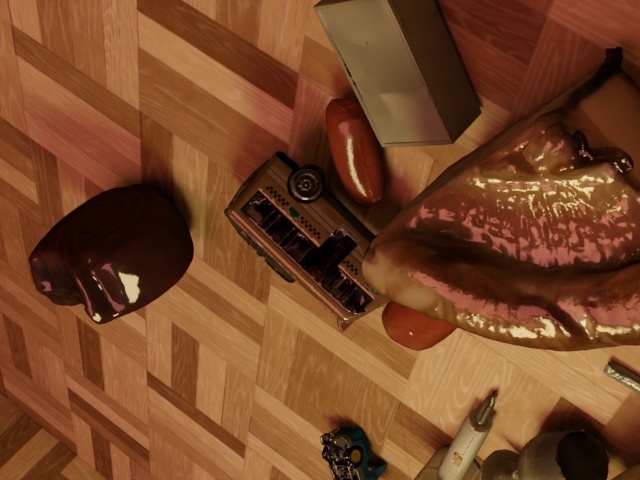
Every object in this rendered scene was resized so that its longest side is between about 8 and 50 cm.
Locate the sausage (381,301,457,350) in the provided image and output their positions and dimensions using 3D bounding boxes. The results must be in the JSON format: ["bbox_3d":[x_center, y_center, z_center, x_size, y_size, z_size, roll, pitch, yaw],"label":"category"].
[{"bbox_3d":[0.182,0.100,1.727,0.113,0.113,0.259,44,147,1],"label":"sausage"}]

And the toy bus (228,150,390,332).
[{"bbox_3d":[0.000,0.000,1.697,0.289,0.157,0.139,43,-173,-4],"label":"toy bus"}]

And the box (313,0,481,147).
[{"bbox_3d":[0.106,-0.240,1.437,0.129,0.086,0.225,3,130,46],"label":"box"}]

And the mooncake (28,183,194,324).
[{"bbox_3d":[-0.419,0.022,2.133,0.326,0.333,0.174,-109,-6,-63],"label":"mooncake"}]

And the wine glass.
[{"bbox_3d":[0.376,0.391,1.834,0.126,0.126,0.241,46,148,-3],"label":"wine glass"}]

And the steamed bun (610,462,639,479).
[{"bbox_3d":[0.496,0.450,1.625,0.272,0.290,0.274,30,127,30],"label":"steamed bun"}]

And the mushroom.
[{"bbox_3d":[0.258,0.013,1.321,0.397,0.224,0.314,-31,96,39],"label":"mushroom"}]

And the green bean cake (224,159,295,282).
[{"bbox_3d":[-0.066,-0.032,1.865,0.183,0.094,0.185,43,149,1],"label":"green bean cake"}]

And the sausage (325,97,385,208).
[{"bbox_3d":[0.053,-0.130,1.637,0.077,0.077,0.194,17,140,37],"label":"sausage"}]

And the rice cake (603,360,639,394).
[{"bbox_3d":[0.477,0.219,1.612,0.121,0.021,0.022,33,137,19],"label":"rice cake"}]

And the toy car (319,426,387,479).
[{"bbox_3d":[0.077,0.479,2.310,0.097,0.100,0.191,-8,102,53],"label":"toy car"}]

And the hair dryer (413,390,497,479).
[{"bbox_3d":[0.249,0.391,1.969,0.107,0.173,0.357,31,133,16],"label":"hair dryer"}]
